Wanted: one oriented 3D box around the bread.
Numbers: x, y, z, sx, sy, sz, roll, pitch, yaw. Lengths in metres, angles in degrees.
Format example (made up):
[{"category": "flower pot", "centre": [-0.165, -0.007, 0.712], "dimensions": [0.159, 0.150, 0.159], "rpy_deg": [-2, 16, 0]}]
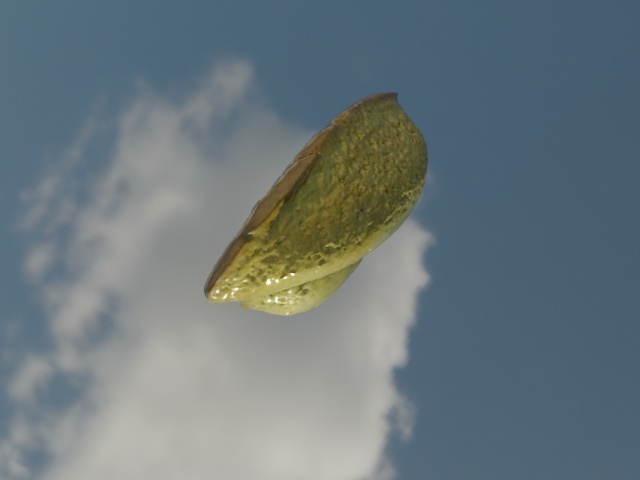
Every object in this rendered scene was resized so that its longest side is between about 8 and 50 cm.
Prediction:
[{"category": "bread", "centre": [0.000, 0.000, 0.876], "dimensions": [0.149, 0.065, 0.187], "rpy_deg": [-58, 171, 35]}]
